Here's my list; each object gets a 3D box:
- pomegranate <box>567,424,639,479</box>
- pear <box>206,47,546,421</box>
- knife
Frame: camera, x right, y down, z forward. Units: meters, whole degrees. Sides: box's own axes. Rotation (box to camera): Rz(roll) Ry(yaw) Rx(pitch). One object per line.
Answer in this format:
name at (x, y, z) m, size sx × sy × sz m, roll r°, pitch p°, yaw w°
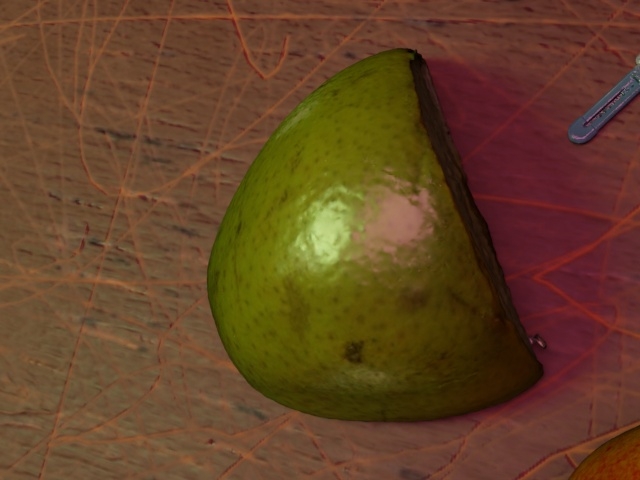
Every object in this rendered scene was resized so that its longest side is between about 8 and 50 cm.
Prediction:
pomegranate at (0.229, 0.183, 0.454) m, size 0.221 × 0.220 × 0.256 m, roll 13°, pitch 56°, yaw 23°
pear at (-0.001, 0.003, 0.626) m, size 0.239 × 0.139 × 0.287 m, roll -25°, pitch 68°, yaw 22°
knife at (0.220, -0.107, 0.629) m, size 0.096 × 0.010 × 0.027 m, roll -44°, pitch 66°, yaw 6°
